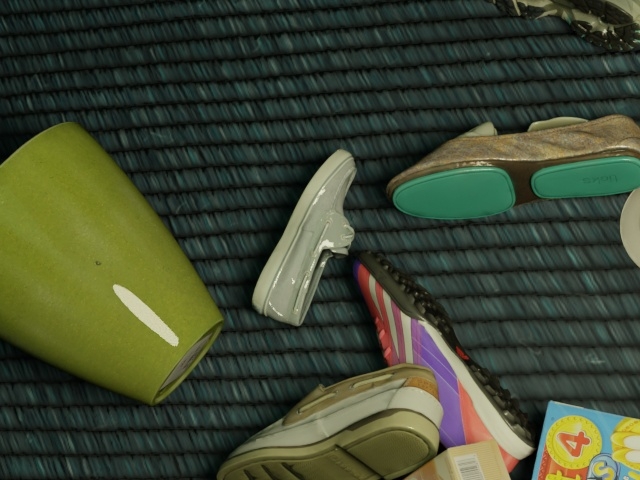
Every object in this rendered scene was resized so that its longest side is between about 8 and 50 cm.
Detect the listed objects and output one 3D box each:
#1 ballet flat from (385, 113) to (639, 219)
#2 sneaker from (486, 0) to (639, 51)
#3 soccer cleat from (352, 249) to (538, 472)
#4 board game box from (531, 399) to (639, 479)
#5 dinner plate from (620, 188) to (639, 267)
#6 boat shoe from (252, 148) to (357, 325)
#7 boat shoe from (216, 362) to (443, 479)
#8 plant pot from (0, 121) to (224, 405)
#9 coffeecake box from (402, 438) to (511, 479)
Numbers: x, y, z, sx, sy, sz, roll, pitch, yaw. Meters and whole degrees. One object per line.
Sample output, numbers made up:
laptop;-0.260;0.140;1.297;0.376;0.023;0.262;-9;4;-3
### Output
ballet flat;0.236;-0.094;1.644;0.316;0.108;0.106;-5;51;8
sneaker;0.300;-0.338;1.710;0.283;0.110;0.122;31;64;20
soccer cleat;0.116;0.146;1.585;0.116;0.108;0.318;-44;64;13
board game box;0.362;0.352;1.452;0.301;0.086;0.308;10;75;18
dinner plate;0.422;-0.020;1.601;0.141;0.017;0.141;-5;69;14
boat shoe;0.000;0.000;1.682;0.081;0.079;0.228;26;85;12
boat shoe;0.014;0.225;1.558;0.302;0.113;0.103;-21;37;33
plant pot;-0.268;0.053;1.652;0.293;0.275;0.275;38;85;7
coffeecake box;0.139;0.316;1.474;0.068;0.185;0.142;-5;64;-31
